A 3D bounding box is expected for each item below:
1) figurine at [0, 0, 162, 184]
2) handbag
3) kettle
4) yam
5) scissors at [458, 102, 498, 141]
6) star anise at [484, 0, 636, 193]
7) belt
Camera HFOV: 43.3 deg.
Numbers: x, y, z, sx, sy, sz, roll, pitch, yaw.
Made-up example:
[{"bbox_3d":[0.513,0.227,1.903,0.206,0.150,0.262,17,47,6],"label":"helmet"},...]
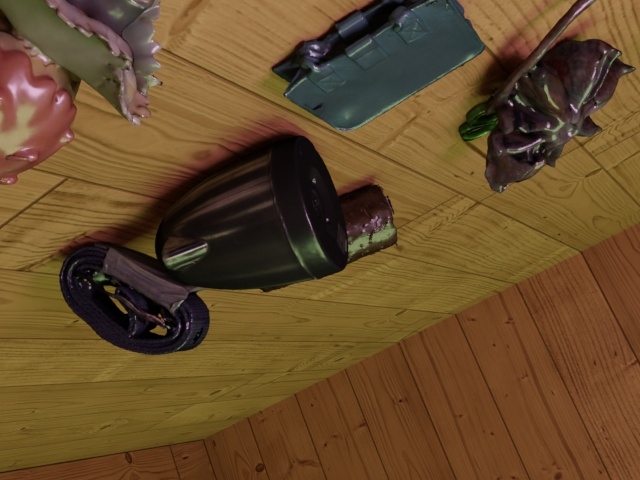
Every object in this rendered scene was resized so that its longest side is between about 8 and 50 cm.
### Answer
[{"bbox_3d":[-0.266,-0.154,0.705,0.387,0.166,0.207,-31,126,30],"label":"figurine"},{"bbox_3d":[0.072,-0.231,0.999,0.229,0.062,0.179,-29,157,21],"label":"handbag"},{"bbox_3d":[-0.118,-0.031,1.195,0.271,0.250,0.207,-18,132,14],"label":"kettle"},{"bbox_3d":[0.000,0.001,1.460,0.280,0.131,0.131,-22,162,1],"label":"yam"},{"bbox_3d":[0.338,-0.218,1.376,0.204,0.027,0.101,-15,163,-13],"label":"scissors"},{"bbox_3d":[0.358,-0.228,1.253,0.316,0.139,0.359,-8,142,-51],"label":"star anise"},{"bbox_3d":[-0.286,0.090,1.235,0.139,0.230,0.126,-62,169,0],"label":"belt"}]
